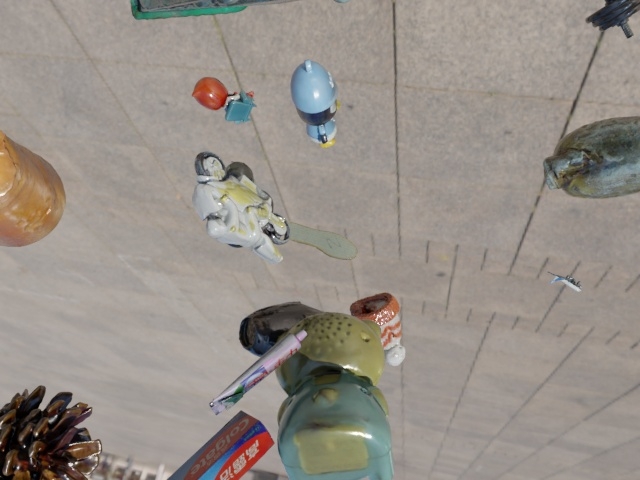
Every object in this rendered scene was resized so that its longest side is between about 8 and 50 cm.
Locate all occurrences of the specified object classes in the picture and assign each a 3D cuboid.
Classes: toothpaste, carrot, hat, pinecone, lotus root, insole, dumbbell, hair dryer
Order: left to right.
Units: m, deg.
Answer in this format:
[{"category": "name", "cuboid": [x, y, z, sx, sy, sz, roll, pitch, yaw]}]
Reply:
[{"category": "carrot", "cuboid": [-0.555, -0.104, 1.053, 0.195, 0.196, 0.254, 20, 165, -12]}, {"category": "pinecone", "cuboid": [-0.481, 0.363, 1.035, 0.201, 0.229, 0.203, -10, 120, 6]}, {"category": "toothpaste", "cuboid": [-0.223, 0.432, 1.043, 0.076, 0.320, 0.066, 2, 127, 54]}, {"category": "toothpaste", "cuboid": [-0.086, 0.183, 0.858, 0.028, 0.170, 0.045, 43, 159, 24]}, {"category": "insole", "cuboid": [0.000, 0.000, 1.463, 0.188, 0.064, 0.004, 18, 155, -1]}, {"category": "hair dryer", "cuboid": [0.017, 0.274, 1.079, 0.303, 0.360, 0.120, 13, 138, -38]}, {"category": "hat", "cuboid": [0.142, 0.205, 1.359, 0.112, 0.094, 0.162, -18, 114, 20]}, {"category": "dumbbell", "cuboid": [0.484, -0.441, 1.042, 0.099, 0.099, 0.209, -25, 99, 54]}, {"category": "lotus root", "cuboid": [0.668, -0.183, 1.321, 0.349, 0.175, 0.175, -6, 150, 19]}]

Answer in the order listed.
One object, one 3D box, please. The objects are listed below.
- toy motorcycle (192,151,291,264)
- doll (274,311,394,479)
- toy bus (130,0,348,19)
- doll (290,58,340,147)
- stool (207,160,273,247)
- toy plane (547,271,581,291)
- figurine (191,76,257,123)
[{"category": "toy motorcycle", "cuboid": [-0.145, -0.047, 1.052, 0.074, 0.151, 0.229, -27, 118, 36]}, {"category": "doll", "cuboid": [0.015, 0.224, 0.921, 0.176, 0.261, 0.162, -10, 125, 6]}, {"category": "toy bus", "cuboid": [-0.079, -0.339, 0.627, 0.343, 0.183, 0.200, 18, 121, 49]}, {"category": "doll", "cuboid": [-0.010, -0.422, 1.845, 0.141, 0.177, 0.314, -14, 145, 4]}, {"category": "stool", "cuboid": [-0.203, -0.096, 1.477, 0.139, 0.228, 0.153, 34, -150, 30]}, {"category": "toy plane", "cuboid": [0.455, 0.076, 1.115, 0.084, 0.024, 0.078, 15, -170, -27]}, {"category": "figurine", "cuboid": [-0.206, -0.297, 1.278, 0.140, 0.075, 0.068, 11, 133, -30]}]
